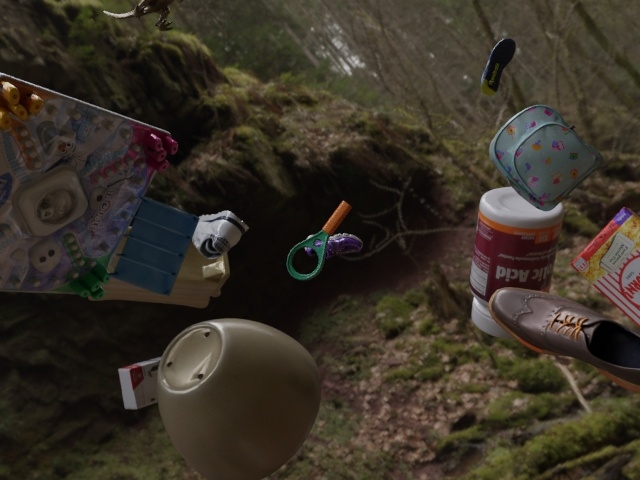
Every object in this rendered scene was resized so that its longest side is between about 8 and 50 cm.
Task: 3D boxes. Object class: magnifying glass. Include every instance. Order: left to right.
[{"bbox_3d":[0.000,0.000,1.616,0.231,0.092,0.026,-53,-17,-1],"label":"magnifying glass"}]

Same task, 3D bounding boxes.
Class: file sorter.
[{"bbox_3d":[-0.322,0.010,1.236,0.104,0.118,0.170,164,127,-82],"label":"file sorter"}]

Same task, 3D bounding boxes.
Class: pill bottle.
[{"bbox_3d":[0.544,0.067,1.809,0.224,0.224,0.392,-33,-48,-46],"label":"pill bottle"}]

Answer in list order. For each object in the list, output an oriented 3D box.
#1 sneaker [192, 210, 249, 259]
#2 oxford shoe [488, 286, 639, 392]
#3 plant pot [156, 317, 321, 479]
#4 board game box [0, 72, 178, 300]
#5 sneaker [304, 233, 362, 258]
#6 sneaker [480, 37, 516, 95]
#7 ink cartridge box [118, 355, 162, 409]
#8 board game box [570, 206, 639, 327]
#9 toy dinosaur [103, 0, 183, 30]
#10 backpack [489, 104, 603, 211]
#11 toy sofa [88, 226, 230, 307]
[{"bbox_3d":[-0.254,-0.001,1.467,0.235,0.090,0.094,-21,37,60],"label":"sneaker"},{"bbox_3d":[0.503,0.171,1.259,0.130,0.364,0.133,-61,-31,-12],"label":"oxford shoe"},{"bbox_3d":[-0.165,0.243,1.088,0.284,0.284,0.191,-39,-48,-4],"label":"plant pot"},{"bbox_3d":[-0.479,-0.062,1.162,0.390,0.050,0.390,12,-70,-59],"label":"board game box"},{"bbox_3d":[0.039,0.027,1.855,0.170,0.071,0.068,-3,-47,-4],"label":"sneaker"},{"bbox_3d":[0.440,-0.437,1.598,0.059,0.053,0.144,-63,-4,-70],"label":"sneaker"},{"bbox_3d":[-0.407,0.340,1.538,0.056,0.099,0.135,-11,-1,41],"label":"ink cartridge box"},{"bbox_3d":[0.583,0.056,1.162,0.045,0.193,0.146,4,-52,-50],"label":"board game box"},{"bbox_3d":[-0.233,-0.339,0.911,0.183,0.053,0.092,-26,43,22],"label":"toy dinosaur"},{"bbox_3d":[0.429,-0.168,1.245,0.166,0.188,0.144,-45,-9,14],"label":"backpack"},{"bbox_3d":[-0.439,0.063,1.700,0.363,0.150,0.177,8,-40,-29],"label":"toy sofa"}]
